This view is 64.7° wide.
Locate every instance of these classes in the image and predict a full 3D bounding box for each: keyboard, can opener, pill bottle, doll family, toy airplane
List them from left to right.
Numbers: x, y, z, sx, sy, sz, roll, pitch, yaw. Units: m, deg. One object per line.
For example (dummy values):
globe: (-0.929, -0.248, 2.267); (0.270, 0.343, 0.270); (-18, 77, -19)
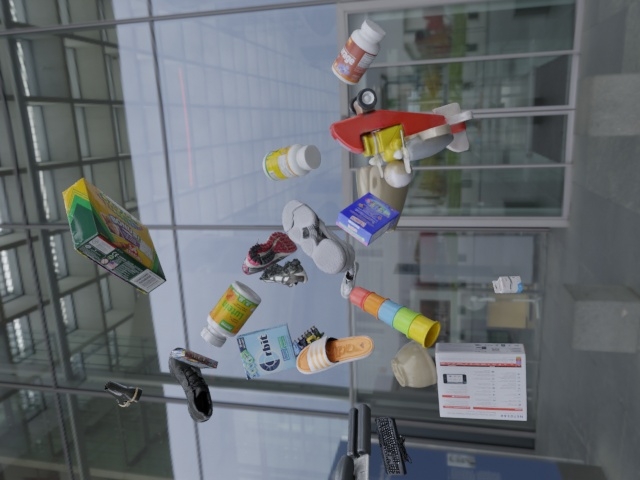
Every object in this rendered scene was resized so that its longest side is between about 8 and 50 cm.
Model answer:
pill bottle: (-0.355, 0.291, 1.974); (0.245, 0.136, 0.136); (-53, -15, 1)
pill bottle: (-0.103, -0.287, 1.843); (0.118, 0.209, 0.117); (5, -97, -46)
doll family: (-0.064, 0.520, 2.537); (0.111, 0.193, 0.076); (52, -171, 11)
can opener: (0.102, 0.589, 1.440); (0.093, 0.074, 0.280); (49, -152, -23)
pill bottle: (0.145, -0.703, 1.888); (0.216, 0.121, 0.121); (-51, 13, 37)
keyboard: (0.239, 0.687, 1.684); (0.038, 0.100, 0.191); (1, -106, -64)
toy airplane: (0.267, -0.294, 1.528); (0.386, 0.385, 0.272); (-1, -83, -54)

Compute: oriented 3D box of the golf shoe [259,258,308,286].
golf shoe: (-0.126, 0.125, 1.695); (0.093, 0.198, 0.077); (52, -129, -23)

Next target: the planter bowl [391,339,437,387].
planter bowl: (0.307, 0.429, 1.711); (0.162, 0.109, 0.161); (161, 90, -78)

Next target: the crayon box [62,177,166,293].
crayon box: (-0.747, -0.012, 1.846); (0.313, 0.106, 0.363); (57, -177, 38)

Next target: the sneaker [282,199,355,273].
sneaker: (0.000, 0.000, 1.976); (0.365, 0.137, 0.210); (51, -169, 27)

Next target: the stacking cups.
stacking cups: (0.238, 0.239, 1.660); (0.096, 0.316, 0.095); (-25, -53, -37)

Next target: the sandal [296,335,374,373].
sandal: (0.038, 0.348, 1.618); (0.076, 0.266, 0.101); (56, -161, -53)

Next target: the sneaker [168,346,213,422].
sneaker: (-0.456, 0.514, 1.825); (0.286, 0.109, 0.130); (61, 149, 7)

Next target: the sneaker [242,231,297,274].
sneaker: (-0.218, 0.052, 2.136); (0.299, 0.120, 0.112); (-23, -22, -49)

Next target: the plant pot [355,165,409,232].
plant pot: (0.282, -0.180, 2.317); (0.256, 0.257, 0.273); (35, -122, -74)

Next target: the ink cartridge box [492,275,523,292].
ink cartridge box: (0.611, 0.144, 1.649); (0.028, 0.084, 0.048); (90, 178, -56)

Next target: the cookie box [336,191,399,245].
cookie box: (0.104, -0.049, 1.107); (0.107, 0.092, 0.040); (-35, -28, -36)

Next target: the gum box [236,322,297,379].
gum box: (-0.189, 0.393, 1.793); (0.041, 0.185, 0.156); (-113, 9, -84)

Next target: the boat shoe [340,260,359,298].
boat shoe: (0.136, 0.184, 2.359); (0.184, 0.066, 0.063); (-68, -17, 7)

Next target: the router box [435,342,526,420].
router box: (0.635, 0.559, 2.007); (0.082, 0.336, 0.300); (-51, -43, -66)

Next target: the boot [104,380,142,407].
boot: (-0.805, 0.598, 2.001); (0.137, 0.198, 0.076); (30, -131, -26)

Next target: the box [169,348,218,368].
box: (-0.432, 0.407, 1.731); (0.137, 0.094, 0.027); (35, -123, -36)
